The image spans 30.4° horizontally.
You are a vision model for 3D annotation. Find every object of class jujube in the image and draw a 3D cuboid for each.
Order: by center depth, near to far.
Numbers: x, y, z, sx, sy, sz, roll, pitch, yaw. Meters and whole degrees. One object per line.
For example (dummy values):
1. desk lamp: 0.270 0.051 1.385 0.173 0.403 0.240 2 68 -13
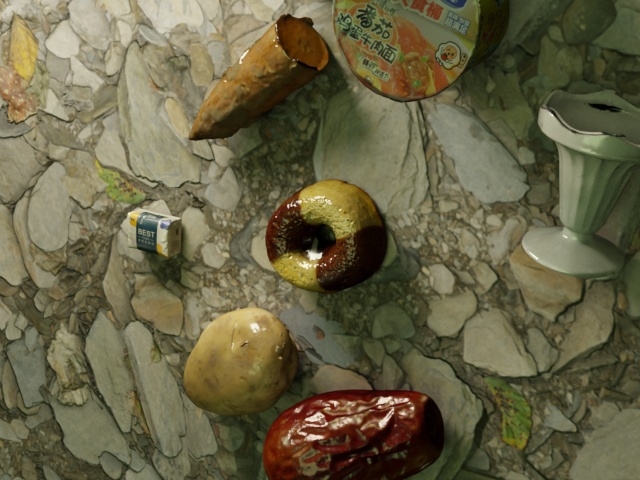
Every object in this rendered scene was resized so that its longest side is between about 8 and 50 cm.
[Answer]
1. jujube: 0.048 0.294 1.675 0.255 0.190 0.190 -15 96 21

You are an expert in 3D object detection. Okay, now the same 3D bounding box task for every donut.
1. donut: 0.000 0.000 1.682 0.184 0.073 0.166 -9 96 31

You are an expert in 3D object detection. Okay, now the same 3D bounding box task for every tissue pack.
1. tissue pack: -0.261 -0.012 1.854 0.083 0.042 0.062 14 113 28

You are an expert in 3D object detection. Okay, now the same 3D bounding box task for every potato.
1. potato: -0.117 0.192 1.785 0.161 0.128 0.234 54 130 26

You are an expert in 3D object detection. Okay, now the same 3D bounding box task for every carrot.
1. carrot: -0.103 -0.211 1.671 0.263 0.102 0.102 -36 84 35

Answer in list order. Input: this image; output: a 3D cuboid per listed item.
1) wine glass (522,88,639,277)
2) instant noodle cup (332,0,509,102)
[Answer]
1. wine glass: 0.324 -0.070 1.419 0.165 0.165 0.196 24 122 24
2. instant noodle cup: 0.133 -0.284 1.470 0.205 0.153 0.205 9 109 27
